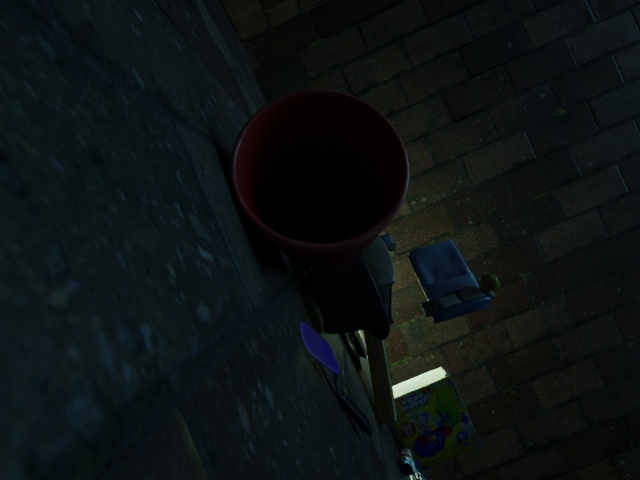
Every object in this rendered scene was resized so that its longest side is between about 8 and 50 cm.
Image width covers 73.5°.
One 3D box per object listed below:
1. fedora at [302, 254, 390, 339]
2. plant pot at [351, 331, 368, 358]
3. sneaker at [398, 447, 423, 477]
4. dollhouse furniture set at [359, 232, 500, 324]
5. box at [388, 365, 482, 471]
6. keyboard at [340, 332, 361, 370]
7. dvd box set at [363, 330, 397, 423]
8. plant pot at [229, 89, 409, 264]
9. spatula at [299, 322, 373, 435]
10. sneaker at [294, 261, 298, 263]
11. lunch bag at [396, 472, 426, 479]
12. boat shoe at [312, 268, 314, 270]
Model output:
[{"bbox_3d":[0.040,0.124,0.953,0.275,0.124,0.244,-141,-152,-77],"label":"fedora"},{"bbox_3d":[0.123,0.346,1.646,0.236,0.032,0.237,-23,90,-86],"label":"plant pot"},{"bbox_3d":[0.282,0.738,1.339,0.161,0.057,0.075,68,20,-4],"label":"sneaker"},{"bbox_3d":[0.240,0.030,1.031,0.198,0.303,0.287,81,-5,-53],"label":"dollhouse furniture set"},{"bbox_3d":[0.412,0.685,1.659,0.177,0.289,0.279,31,35,-84],"label":"box"},{"bbox_3d":[0.101,0.323,1.368,0.100,0.038,0.192,-110,176,-55],"label":"keyboard"},{"bbox_3d":[0.191,0.368,1.450,0.307,0.062,0.421,53,28,-76],"label":"dvd box set"},{"bbox_3d":[0.001,-0.076,0.747,0.243,0.274,0.275,84,-16,-71],"label":"plant pot"},{"bbox_3d":[0.036,0.258,0.763,0.084,0.030,0.297,-113,178,-61],"label":"spatula"},{"bbox_3d":[-0.064,-0.087,0.989,0.129,0.110,0.297,56,9,-44],"label":"sneaker"},{"bbox_3d":[0.201,0.565,0.800,0.176,0.090,0.219,66,2,-75],"label":"lunch bag"},{"bbox_3d":[0.041,0.036,1.332,0.127,0.158,0.341,-104,170,-72],"label":"boat shoe"}]
